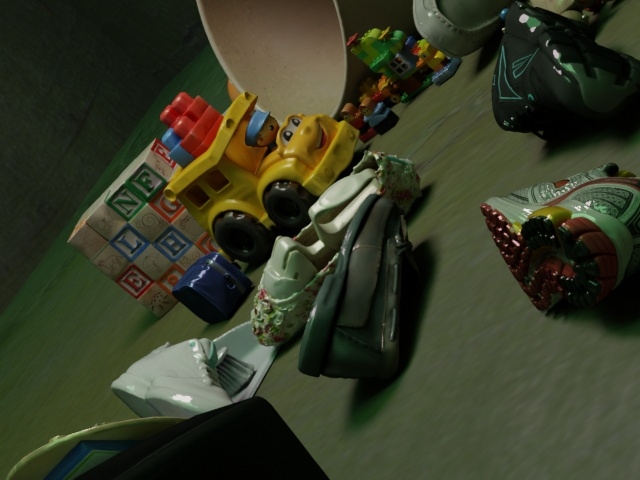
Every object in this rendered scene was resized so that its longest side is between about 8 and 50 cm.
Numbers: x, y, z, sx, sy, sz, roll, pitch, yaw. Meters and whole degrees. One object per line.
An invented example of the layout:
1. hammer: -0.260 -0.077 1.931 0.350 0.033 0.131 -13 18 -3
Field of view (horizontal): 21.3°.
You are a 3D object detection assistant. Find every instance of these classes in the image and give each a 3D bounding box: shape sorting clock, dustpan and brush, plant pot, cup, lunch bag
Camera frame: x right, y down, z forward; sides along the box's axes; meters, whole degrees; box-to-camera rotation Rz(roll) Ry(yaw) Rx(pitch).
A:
1. shape sorting clock: -0.187 0.207 1.564 0.206 0.206 0.040 -39 51 39
2. dustpan and brush: -0.132 0.150 1.789 0.211 0.060 0.147 -35 18 46
3. plant pot: -0.083 0.215 1.196 0.167 0.187 0.188 -41 7 -29
4. cup: 0.020 -0.336 2.255 0.237 0.331 0.331 -26 0 -29
5. lunch bag: -0.127 0.052 2.049 0.065 0.067 0.098 -54 15 -21

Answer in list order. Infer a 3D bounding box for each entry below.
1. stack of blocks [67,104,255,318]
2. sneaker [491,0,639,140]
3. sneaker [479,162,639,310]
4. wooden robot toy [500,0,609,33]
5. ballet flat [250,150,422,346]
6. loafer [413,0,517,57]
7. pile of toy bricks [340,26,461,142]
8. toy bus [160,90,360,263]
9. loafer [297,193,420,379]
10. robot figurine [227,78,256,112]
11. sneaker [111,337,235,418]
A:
1. stack of blocks: -0.182 -0.055 2.318 0.297 0.171 0.087 -43 14 24
2. sneaker: 0.206 -0.129 1.456 0.267 0.101 0.106 -102 32 -74
3. sneaker: 0.181 -0.005 1.181 0.092 0.088 0.225 -30 10 -10
4. wooden robot toy: 0.249 -0.218 1.637 0.173 0.076 0.079 -41 50 33
5. ballet flat: 0.000 0.000 1.711 0.241 0.077 0.091 -49 45 2
6. loafer: 0.196 -0.324 1.966 0.111 0.112 0.319 -49 9 44
7. pile of toy bricks: 0.081 -0.215 2.044 0.212 0.105 0.118 -35 19 50
8. toy bus: -0.092 -0.107 2.078 0.220 0.211 0.149 -35 17 43
9. loafer: 0.048 0.047 1.496 0.267 0.084 0.096 -63 -13 -59
10. robot figurine: -0.057 -0.263 2.605 0.158 0.128 0.219 14 61 49
11. sneaker: -0.126 0.139 1.677 0.094 0.080 0.212 -49 32 -18
